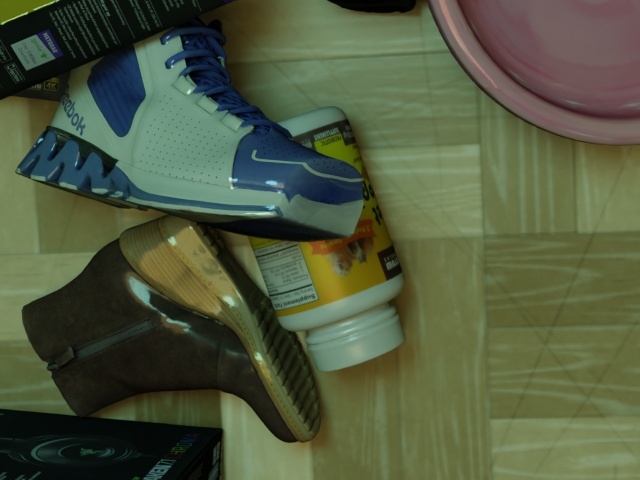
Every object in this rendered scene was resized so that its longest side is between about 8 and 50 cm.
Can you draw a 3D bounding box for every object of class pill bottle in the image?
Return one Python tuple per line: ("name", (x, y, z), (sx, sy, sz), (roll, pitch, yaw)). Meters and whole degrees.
("pill bottle", (0.000, 0.000, 1.183), (0.117, 0.117, 0.215), (-19, 93, 10))

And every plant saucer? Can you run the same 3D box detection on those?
("plant saucer", (0.238, -0.244, 1.110), (0.332, 0.084, 0.332), (-1, 95, -8))

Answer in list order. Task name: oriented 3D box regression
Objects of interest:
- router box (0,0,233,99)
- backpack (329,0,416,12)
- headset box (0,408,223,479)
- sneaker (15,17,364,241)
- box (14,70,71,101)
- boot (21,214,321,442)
("router box", (-0.224, -0.279, 1.106), (0.242, 0.081, 0.309), (-24, 58, -2))
("backpack", (0.035, -0.291, 1.138), (0.115, 0.152, 0.182), (4, 91, 12))
("headset box", (-0.249, 0.240, 1.181), (0.283, 0.246, 0.131), (4, 97, 9))
("sneaker", (-0.109, -0.109, 1.090), (0.315, 0.127, 0.182), (12, 87, 36))
("box", (-0.227, -0.216, 1.222), (0.232, 0.059, 0.184), (8, 96, 7))
("boot", (-0.135, 0.112, 1.243), (0.206, 0.090, 0.248), (-33, 89, 19))
